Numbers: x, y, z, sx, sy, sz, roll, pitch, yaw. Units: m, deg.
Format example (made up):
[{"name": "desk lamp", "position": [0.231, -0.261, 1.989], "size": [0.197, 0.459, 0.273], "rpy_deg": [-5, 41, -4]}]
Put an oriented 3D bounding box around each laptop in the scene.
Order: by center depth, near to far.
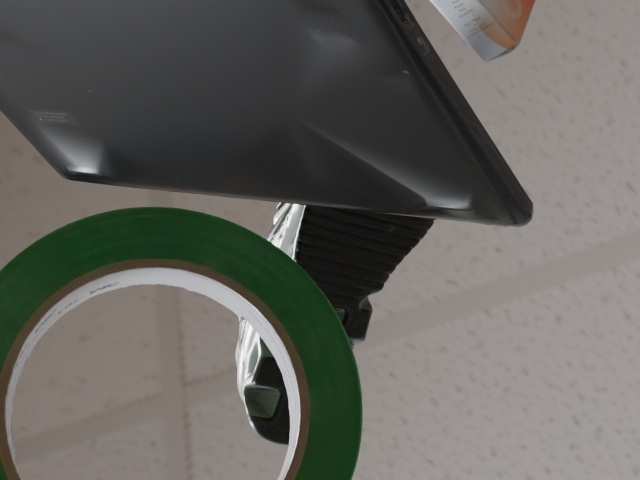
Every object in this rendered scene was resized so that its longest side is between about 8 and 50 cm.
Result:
[{"name": "laptop", "position": [-0.076, -0.233, 0.965], "size": [0.382, 0.408, 0.236], "rpy_deg": [7, -123, 40]}]

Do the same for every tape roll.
[{"name": "tape roll", "position": [-0.131, 0.136, 1.340], "size": [0.321, 0.077, 0.321], "rpy_deg": [1, -101, -6]}]

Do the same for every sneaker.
[{"name": "sneaker", "position": [0.000, 0.000, 1.494], "size": [0.330, 0.122, 0.146], "rpy_deg": [-63, -153, 15]}]

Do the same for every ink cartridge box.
[{"name": "ink cartridge box", "position": [0.116, -0.259, 1.447], "size": [0.045, 0.179, 0.145], "rpy_deg": [-23, -151, 38]}]
